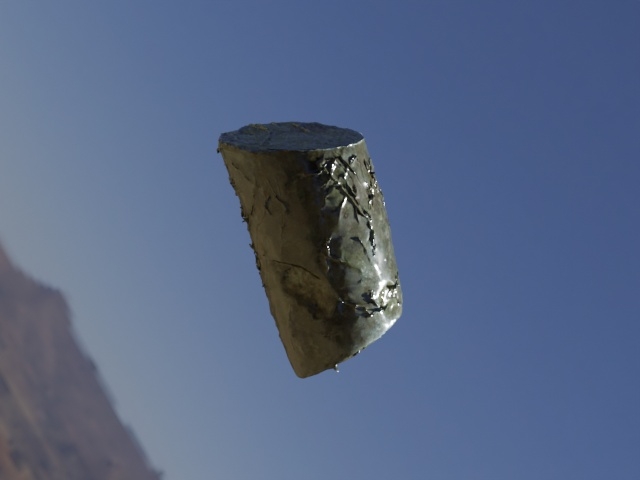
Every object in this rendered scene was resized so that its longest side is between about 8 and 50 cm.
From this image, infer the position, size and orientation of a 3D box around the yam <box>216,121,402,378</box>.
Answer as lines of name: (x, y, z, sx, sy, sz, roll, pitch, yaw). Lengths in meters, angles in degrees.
yam: (0.000, 0.000, 1.309, 0.107, 0.107, 0.183, -156, -130, -73)
